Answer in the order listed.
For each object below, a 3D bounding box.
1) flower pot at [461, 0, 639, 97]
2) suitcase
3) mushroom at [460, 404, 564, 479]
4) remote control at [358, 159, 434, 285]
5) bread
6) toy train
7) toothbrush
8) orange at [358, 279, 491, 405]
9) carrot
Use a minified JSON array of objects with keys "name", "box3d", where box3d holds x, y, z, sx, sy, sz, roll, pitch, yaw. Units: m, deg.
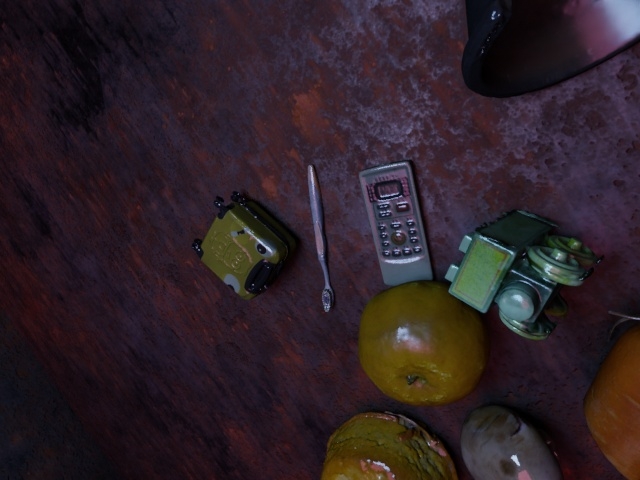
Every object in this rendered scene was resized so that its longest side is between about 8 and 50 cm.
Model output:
[{"name":"flower pot","box3d":[0.347,-0.410,0.566,0.379,0.379,0.251,-28,73,31]},{"name":"suitcase","box3d":[-0.187,0.014,1.044,0.235,0.143,0.194,41,119,9]},{"name":"mushroom","box3d":[0.418,0.475,0.882,0.184,0.255,0.255,-11,105,-7]},{"name":"remote control","box3d":[0.173,-0.031,0.915,0.123,0.038,0.286,-6,105,27]},{"name":"bread","box3d":[0.168,0.631,1.057,0.336,0.204,0.358,38,118,4]},{"name":"toy train","box3d":[0.363,0.052,0.729,0.188,0.271,0.159,33,123,31]},{"name":"toothbrush","box3d":[0.000,0.000,1.015,0.028,0.037,0.376,-1,104,23]},{"name":"orange","box3d":[0.217,0.213,0.870,0.278,0.235,0.279,10,125,14]},{"name":"carrot","box3d":[0.609,0.244,0.714,0.193,0.214,0.331,9,119,-8]}]
